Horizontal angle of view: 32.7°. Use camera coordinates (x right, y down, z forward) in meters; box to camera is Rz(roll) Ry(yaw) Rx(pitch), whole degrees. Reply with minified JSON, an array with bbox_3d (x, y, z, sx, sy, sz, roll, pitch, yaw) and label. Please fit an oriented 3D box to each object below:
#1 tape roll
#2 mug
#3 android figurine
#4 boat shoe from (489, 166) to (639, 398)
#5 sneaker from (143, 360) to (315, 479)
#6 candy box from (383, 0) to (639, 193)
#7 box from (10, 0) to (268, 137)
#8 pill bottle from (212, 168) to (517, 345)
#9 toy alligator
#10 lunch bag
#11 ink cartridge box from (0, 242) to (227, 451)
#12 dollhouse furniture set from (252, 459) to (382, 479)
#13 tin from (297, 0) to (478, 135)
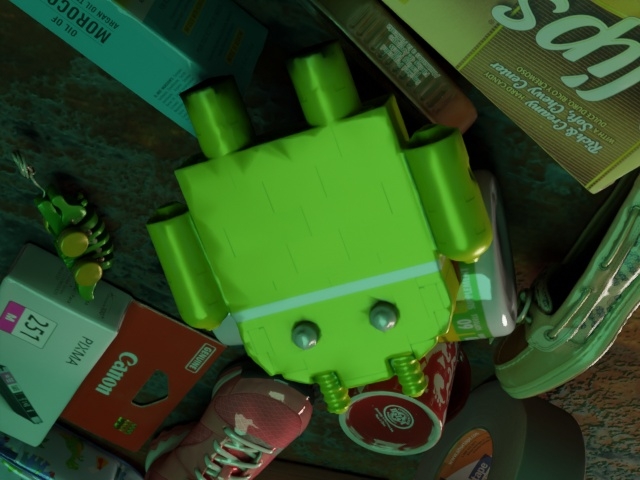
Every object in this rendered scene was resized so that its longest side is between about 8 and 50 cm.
[{"bbox_3d":[0.165,0.251,1.077,0.072,0.219,0.219,28,134,-13],"label":"tape roll"},{"bbox_3d":[0.091,0.108,0.994,0.150,0.169,0.113,27,133,-11],"label":"mug"},{"bbox_3d":[0.000,0.000,0.799,0.248,0.056,0.272,-14,105,17],"label":"android figurine"},{"bbox_3d":[0.229,0.027,0.936,0.089,0.104,0.285,32,123,-10],"label":"boat shoe"},{"bbox_3d":[-0.107,0.251,1.210,0.116,0.136,0.314,30,133,-16],"label":"sneaker"},{"bbox_3d":[0.159,-0.190,0.743,0.316,0.087,0.183,38,132,-21],"label":"candy box"},{"bbox_3d":[-0.159,-0.191,0.820,0.244,0.100,0.060,36,130,-20],"label":"box"},{"bbox_3d":[0.031,0.025,0.906,0.246,0.136,0.136,-8,131,16],"label":"pill bottle"},{"bbox_3d":[-0.237,-0.020,1.046,0.051,0.056,0.189,-29,131,-16],"label":"toy alligator"},{"bbox_3d":[-0.344,0.310,1.367,0.219,0.090,0.176,34,135,-16],"label":"lunch bag"},{"bbox_3d":[-0.270,0.149,1.211,0.239,0.060,0.275,29,134,-12],"label":"ink cartridge box"},{"bbox_3d":[-0.041,0.491,1.242,0.362,0.394,0.256,10,135,6],"label":"dollhouse furniture set"},{"bbox_3d":[0.045,-0.143,0.810,0.040,0.106,0.190,-45,116,8],"label":"tin"}]
